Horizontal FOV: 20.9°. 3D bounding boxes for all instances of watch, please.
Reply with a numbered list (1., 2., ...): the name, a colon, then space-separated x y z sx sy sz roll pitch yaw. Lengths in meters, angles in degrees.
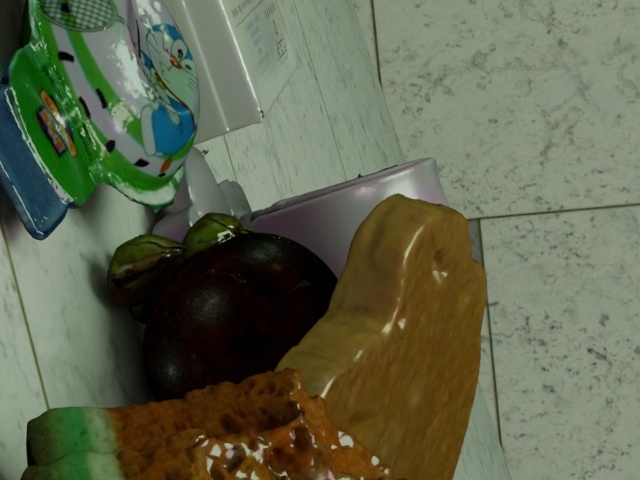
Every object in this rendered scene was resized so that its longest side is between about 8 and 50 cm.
1. watch: 0.000 0.000 1.427 0.248 0.217 0.211 -22 93 -80

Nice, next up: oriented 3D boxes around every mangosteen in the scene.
1. mangosteen: -0.063 0.057 1.217 0.180 0.166 0.166 48 8 8

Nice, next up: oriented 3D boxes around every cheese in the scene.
1. cheese: -0.154 -0.101 1.171 0.204 0.083 0.320 65 20 -18

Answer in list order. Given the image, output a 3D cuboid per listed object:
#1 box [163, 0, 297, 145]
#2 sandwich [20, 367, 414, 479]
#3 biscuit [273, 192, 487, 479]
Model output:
1. box: -0.114 -0.200 1.451 0.274 0.116 0.203 -72 143 -73
2. sandwich: -0.056 0.172 0.945 0.292 0.212 0.109 38 13 -39
3. biscuit: 0.032 0.126 1.170 0.351 0.057 0.312 63 46 -61
